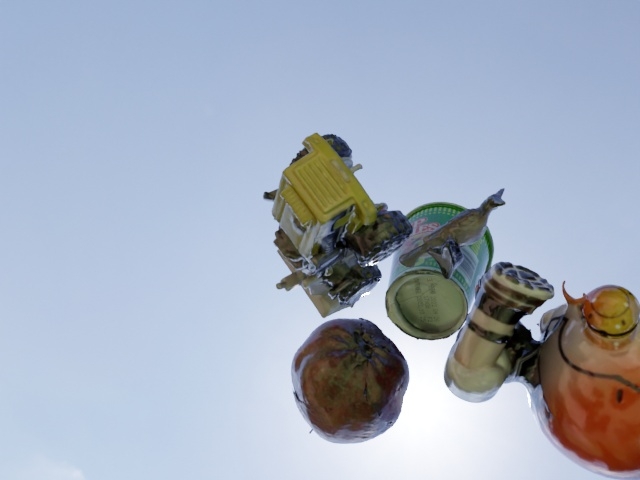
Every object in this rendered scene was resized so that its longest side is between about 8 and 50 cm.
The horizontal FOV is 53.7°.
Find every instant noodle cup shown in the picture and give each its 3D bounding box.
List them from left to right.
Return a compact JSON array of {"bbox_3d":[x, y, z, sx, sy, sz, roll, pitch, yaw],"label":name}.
[{"bbox_3d":[0.216,0.064,1.176,0.207,0.232,0.207,7,-63,14],"label":"instant noodle cup"}]

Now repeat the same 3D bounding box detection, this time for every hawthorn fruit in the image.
[{"bbox_3d":[0.032,0.225,0.963,0.181,0.181,0.235,50,-45,21],"label":"hawthorn fruit"}]

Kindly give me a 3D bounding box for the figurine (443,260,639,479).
[{"bbox_3d":[0.323,0.171,0.773,0.323,0.320,0.196,21,-114,15],"label":"figurine"}]

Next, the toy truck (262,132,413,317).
[{"bbox_3d":[0.000,0.000,0.667,0.136,0.111,0.286,55,-19,18],"label":"toy truck"}]

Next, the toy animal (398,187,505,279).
[{"bbox_3d":[0.221,-0.019,0.987,0.202,0.070,0.105,-42,-152,-11],"label":"toy animal"}]
